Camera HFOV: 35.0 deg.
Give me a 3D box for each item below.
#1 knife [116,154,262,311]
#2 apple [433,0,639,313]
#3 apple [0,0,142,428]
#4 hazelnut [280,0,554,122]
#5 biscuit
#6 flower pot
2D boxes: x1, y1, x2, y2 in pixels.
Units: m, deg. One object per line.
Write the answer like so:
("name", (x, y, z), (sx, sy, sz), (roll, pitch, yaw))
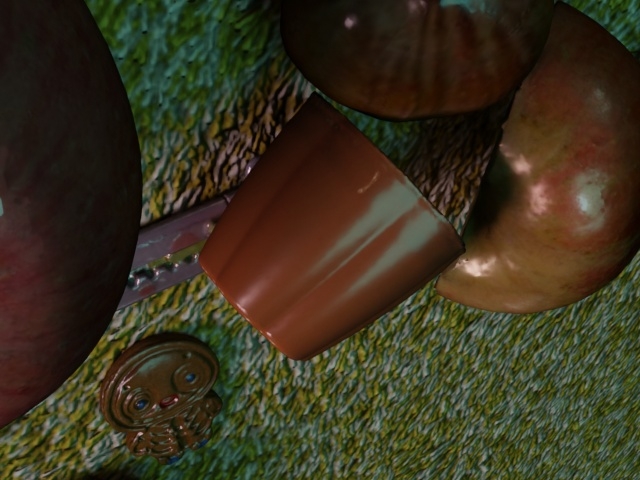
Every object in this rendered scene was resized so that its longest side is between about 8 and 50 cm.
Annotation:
("knife", (-0.156, 0.026, 0.895), (0.398, 0.038, 0.132), (-23, 130, -20))
("apple", (0.233, -0.056, 0.953), (0.251, 0.163, 0.293), (-57, 169, -49))
("apple", (-0.264, -0.048, 0.606), (0.344, 0.269, 0.345), (-6, 129, -8))
("hazelnut", (0.074, -0.189, 0.787), (0.210, 0.186, 0.210), (1, 138, 1))
("biscuit", (-0.152, 0.162, 1.016), (0.124, 0.026, 0.175), (-28, 135, -15))
("flower pot", (0.000, 0.000, 0.851), (0.173, 0.190, 0.190), (-44, 138, -1))
